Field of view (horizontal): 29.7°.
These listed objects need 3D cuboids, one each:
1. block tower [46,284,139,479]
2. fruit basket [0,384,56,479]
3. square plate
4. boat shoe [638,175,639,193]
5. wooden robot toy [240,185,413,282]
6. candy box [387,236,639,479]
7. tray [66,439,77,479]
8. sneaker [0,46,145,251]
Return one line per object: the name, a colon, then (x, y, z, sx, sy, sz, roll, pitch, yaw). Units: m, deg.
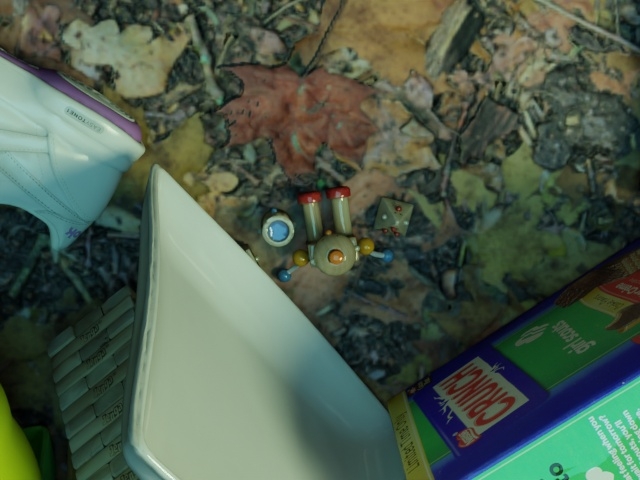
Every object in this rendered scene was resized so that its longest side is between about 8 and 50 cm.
block tower: (-0.123, 0.167, 0.908, 0.091, 0.335, 0.097, -38, 126, 5)
fruit basket: (-0.313, 0.255, 0.899, 0.283, 0.392, 0.392, -23, 102, 1)
square plate: (-0.028, 0.147, 0.876, 0.049, 0.344, 0.347, -34, 118, 13)
boat shoe: (0.316, -0.148, 0.993, 0.089, 0.109, 0.258, 3, 99, -1)
wooden robot toy: (0.000, 0.000, 1.014, 0.173, 0.079, 0.076, -11, 102, -2)
candy box: (0.219, 0.125, 0.959, 0.317, 0.268, 0.122, -34, 98, 3)
tray: (-0.088, 0.285, 0.902, 0.203, 0.411, 0.076, -13, 127, -1)
sneaker: (-0.300, -0.099, 0.954, 0.305, 0.114, 0.152, 29, 97, -9)
